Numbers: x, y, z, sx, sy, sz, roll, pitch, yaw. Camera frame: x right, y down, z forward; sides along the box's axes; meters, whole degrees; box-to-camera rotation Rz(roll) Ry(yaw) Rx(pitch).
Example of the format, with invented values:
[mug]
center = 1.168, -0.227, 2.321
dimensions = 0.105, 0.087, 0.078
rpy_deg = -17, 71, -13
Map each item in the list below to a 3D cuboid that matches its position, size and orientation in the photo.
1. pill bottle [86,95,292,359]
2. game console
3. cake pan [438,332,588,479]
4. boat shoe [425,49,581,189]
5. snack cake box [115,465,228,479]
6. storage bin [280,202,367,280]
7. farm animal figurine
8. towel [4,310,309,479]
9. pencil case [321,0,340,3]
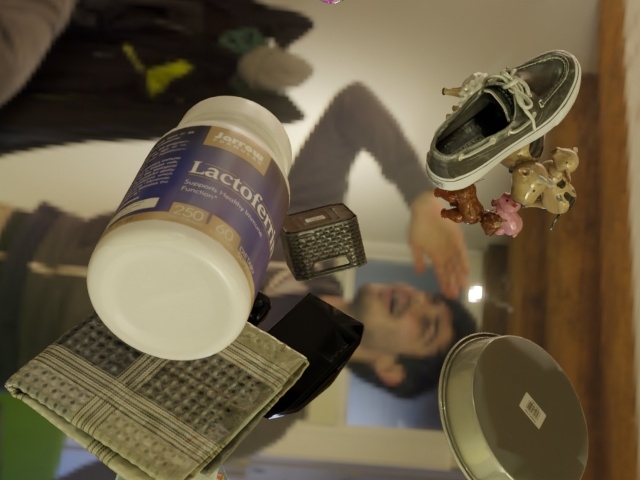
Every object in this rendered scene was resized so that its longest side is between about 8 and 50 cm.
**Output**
[pill bottle]
center = -0.114, -0.022, 1.314
dimensions = 0.264, 0.153, 0.153
rpy_deg = -72, 172, -52
[game console]
center = -0.122, 0.134, 2.115
dimensions = 0.213, 0.361, 0.044
rpy_deg = -43, 145, -31
[cake pan]
center = 0.301, 0.269, 2.055
dimensions = 0.054, 0.293, 0.293
rpy_deg = -32, -136, 42
[boat shoe]
center = 0.278, -0.203, 2.052
dimensions = 0.113, 0.306, 0.105
rpy_deg = 49, -16, 25
[snack cake box]
center = -0.231, 0.403, 2.190
dimensions = 0.264, 0.152, 0.089
rpy_deg = 84, 18, -69
[storage bin]
center = 0.000, 0.000, 2.274
dimensions = 0.180, 0.122, 0.084
rpy_deg = -130, -153, -78
[farm animal figurine]
center = 0.368, -0.148, 2.462
dimensions = 0.330, 0.172, 0.326
rpy_deg = -14, 108, -48
[towel]
center = -0.227, 0.199, 1.949
dimensions = 0.312, 0.324, 0.056
rpy_deg = -41, 148, -39
[pencil case]
center = 0.023, -0.349, 1.790
dimensions = 0.151, 0.064, 0.070
rpy_deg = -58, 137, -74
